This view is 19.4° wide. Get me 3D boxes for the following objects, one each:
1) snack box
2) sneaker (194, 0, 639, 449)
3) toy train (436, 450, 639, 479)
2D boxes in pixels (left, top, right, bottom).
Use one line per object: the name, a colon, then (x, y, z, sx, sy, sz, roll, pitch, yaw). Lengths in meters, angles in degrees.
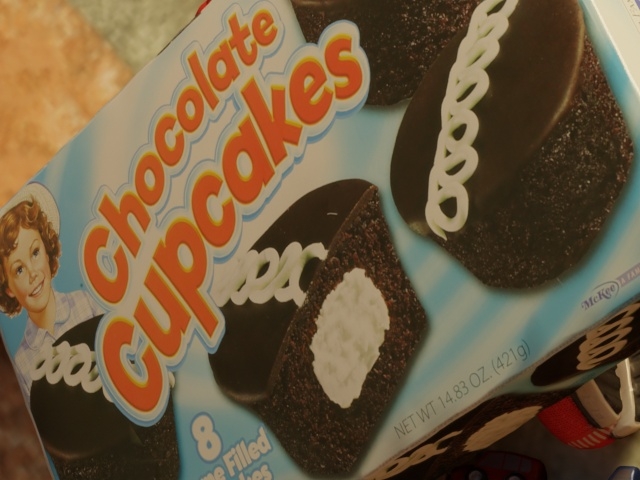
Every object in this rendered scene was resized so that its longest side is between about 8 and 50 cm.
snack box: (0.000, 0.000, 0.685, 0.322, 0.060, 0.187, -39, 65, 38)
sneaker: (0.040, -0.021, 0.755, 0.118, 0.107, 0.279, -45, 59, 23)
toy train: (0.072, 0.100, 0.729, 0.158, 0.027, 0.036, 6, 65, 23)
